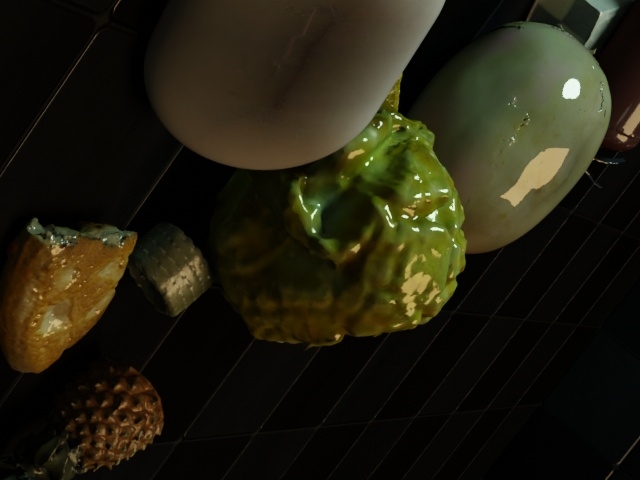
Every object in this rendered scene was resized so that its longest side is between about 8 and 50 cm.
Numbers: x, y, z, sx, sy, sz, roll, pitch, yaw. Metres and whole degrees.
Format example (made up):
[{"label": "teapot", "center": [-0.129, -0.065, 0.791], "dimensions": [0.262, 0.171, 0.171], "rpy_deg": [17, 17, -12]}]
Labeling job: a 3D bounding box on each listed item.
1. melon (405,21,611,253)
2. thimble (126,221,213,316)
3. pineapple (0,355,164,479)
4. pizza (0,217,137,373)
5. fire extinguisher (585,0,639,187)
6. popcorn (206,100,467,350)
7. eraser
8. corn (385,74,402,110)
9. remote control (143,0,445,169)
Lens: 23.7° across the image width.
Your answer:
[{"label": "melon", "center": [0.222, -0.130, 1.889], "dimensions": [0.317, 0.223, 0.223], "rpy_deg": [-48, 160, -2]}, {"label": "thimble", "center": [-0.157, 0.030, 1.572], "dimensions": [0.062, 0.084, 0.110], "rpy_deg": [-40, 174, -15]}, {"label": "pineapple", "center": [-0.289, 0.237, 1.600], "dimensions": [0.277, 0.130, 0.119], "rpy_deg": [-37, 144, -29]}, {"label": "pizza", "center": [-0.241, 0.031, 1.443], "dimensions": [0.161, 0.062, 0.182], "rpy_deg": [-32, 149, -26]}, {"label": "fire extinguisher", "center": [0.427, -0.222, 2.020], "dimensions": [0.135, 0.114, 0.337], "rpy_deg": [20, 115, -33]}, {"label": "popcorn", "center": [0.013, -0.009, 1.590], "dimensions": [0.282, 0.247, 0.282], "rpy_deg": [-21, -178, 1]}, {"label": "eraser", "center": [0.434, -0.347, 2.136], "dimensions": [0.404, 0.098, 0.096], "rpy_deg": [-26, 150, -47]}, {"label": "corn", "center": [0.050, -0.163, 1.677], "dimensions": [0.080, 0.080, 0.238], "rpy_deg": [-42, 158, -20]}, {"label": "remote control", "center": [-0.022, -0.187, 1.325], "dimensions": [0.221, 0.103, 0.332], "rpy_deg": [15, 133, -23]}]
